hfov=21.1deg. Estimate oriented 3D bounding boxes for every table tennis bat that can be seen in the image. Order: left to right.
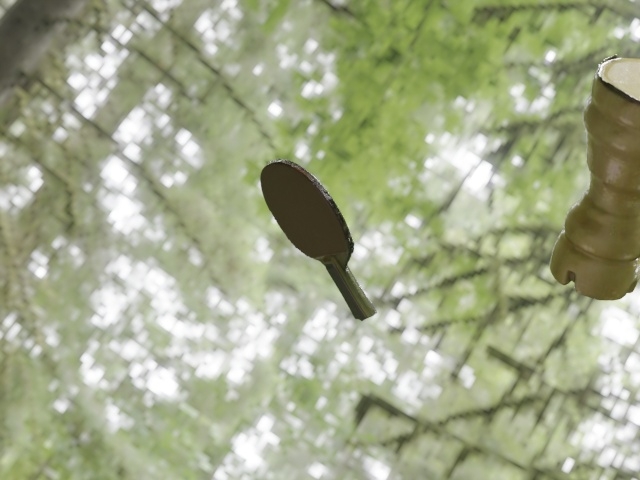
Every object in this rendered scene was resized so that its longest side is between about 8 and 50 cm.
[{"bbox_3d":[0.000,0.000,0.763,0.050,0.007,0.083,-6,-62,57],"label":"table tennis bat"}]

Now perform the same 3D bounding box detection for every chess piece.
[{"bbox_3d":[0.159,-0.030,0.907,0.066,0.066,0.122,24,-59,15],"label":"chess piece"}]
